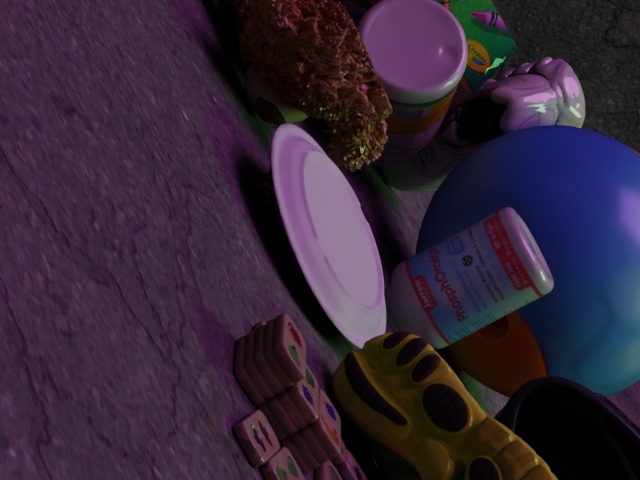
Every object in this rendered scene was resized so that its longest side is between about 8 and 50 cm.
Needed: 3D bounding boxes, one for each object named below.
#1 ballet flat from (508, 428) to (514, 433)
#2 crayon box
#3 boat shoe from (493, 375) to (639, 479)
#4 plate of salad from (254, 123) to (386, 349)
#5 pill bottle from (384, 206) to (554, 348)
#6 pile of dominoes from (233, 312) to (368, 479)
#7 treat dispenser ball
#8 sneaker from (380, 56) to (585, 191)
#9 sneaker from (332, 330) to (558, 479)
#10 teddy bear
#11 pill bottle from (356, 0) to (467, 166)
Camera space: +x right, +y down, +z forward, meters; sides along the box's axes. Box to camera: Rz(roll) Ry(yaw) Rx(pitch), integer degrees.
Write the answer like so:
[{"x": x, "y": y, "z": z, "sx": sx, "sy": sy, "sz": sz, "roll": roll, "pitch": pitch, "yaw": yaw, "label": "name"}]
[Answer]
[{"x": 0.121, "y": 0.203, "z": 1.661, "sx": 0.250, "sy": 0.058, "sz": 0.084, "roll": -36, "pitch": 132, "yaw": -74, "label": "ballet flat"}, {"x": 0.069, "y": -0.259, "z": 2.145, "sx": 0.278, "sy": 0.081, "sz": 0.165, "roll": 17, "pitch": -33, "yaw": 54, "label": "crayon box"}, {"x": 0.298, "y": 0.329, "z": 1.755, "sx": 0.500, "sy": 0.187, "sz": 0.156, "roll": 60, "pitch": -8, "yaw": 26, "label": "boat shoe"}, {"x": 0.000, "y": 0.000, "z": 1.615, "sx": 0.200, "sy": 0.048, "sz": 0.200, "roll": 53, "pitch": 24, "yaw": -37, "label": "plate of salad"}, {"x": 0.120, "y": 0.042, "z": 1.758, "sx": 0.087, "sy": 0.160, "sz": 0.087, "roll": 58, "pitch": 11, "yaw": -18, "label": "pill bottle"}, {"x": 0.024, "y": 0.169, "z": 1.311, "sx": 0.251, "sy": 0.040, "sz": 0.196, "roll": 57, "pitch": 11, "yaw": -19, "label": "pile of dominoes"}, {"x": 0.240, "y": 0.026, "z": 2.018, "sx": 0.288, "sy": 0.288, "sz": 0.288, "roll": 58, "pitch": 11, "yaw": -18, "label": "treat dispenser ball"}, {"x": 0.151, "y": -0.121, "z": 2.158, "sx": 0.118, "sy": 0.292, "sz": 0.110, "roll": -20, "pitch": 86, "yaw": -41, "label": "sneaker"}, {"x": 0.111, "y": 0.185, "z": 1.432, "sx": 0.295, "sy": 0.109, "sz": 0.123, "roll": 58, "pitch": 0, "yaw": 45, "label": "sneaker"}, {"x": -0.029, "y": -0.179, "z": 1.840, "sx": 0.245, "sy": 0.113, "sz": 0.338, "roll": 62, "pitch": 0, "yaw": -35, "label": "teddy bear"}, {"x": 0.077, "y": -0.156, "z": 2.034, "sx": 0.208, "sy": 0.117, "sz": 0.117, "roll": 109, "pitch": -42, "yaw": -67, "label": "pill bottle"}]
